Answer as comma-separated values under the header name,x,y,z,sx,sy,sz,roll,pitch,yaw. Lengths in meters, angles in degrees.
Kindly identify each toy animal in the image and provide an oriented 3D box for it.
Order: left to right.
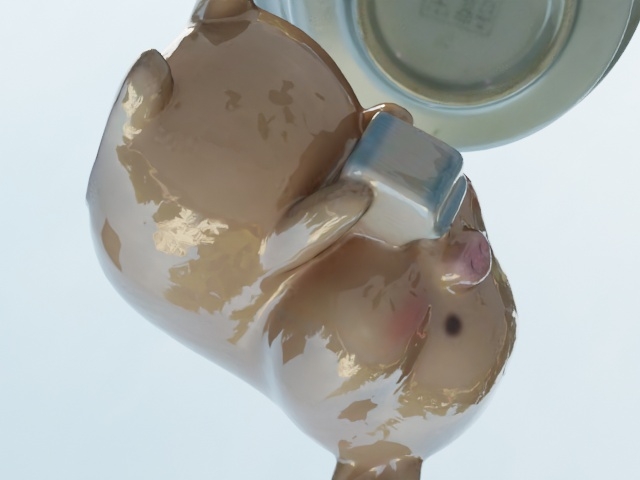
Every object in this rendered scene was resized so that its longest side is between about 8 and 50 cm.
name,x,y,z,sx,sy,sz,roll,pitch,yaw
toy animal,0.004,0.002,0.779,0.256,0.213,0.195,36,-130,4

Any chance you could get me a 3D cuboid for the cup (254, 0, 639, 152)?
name,x,y,z,sx,sy,sz,roll,pitch,yaw
cup,0.108,-0.209,1.104,0.347,0.347,0.163,36,-159,-13
